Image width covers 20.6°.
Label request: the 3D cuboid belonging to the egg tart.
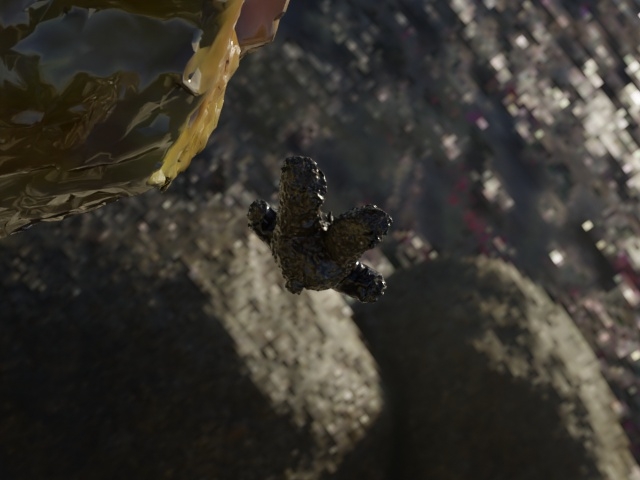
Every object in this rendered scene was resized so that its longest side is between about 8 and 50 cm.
[{"bbox_3d":[-0.080,-0.131,0.698,0.150,0.352,0.352,20,43,0],"label":"egg tart"}]

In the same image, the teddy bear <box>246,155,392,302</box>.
[{"bbox_3d":[-0.004,0.007,1.284,0.119,0.160,0.078,32,77,4],"label":"teddy bear"}]
